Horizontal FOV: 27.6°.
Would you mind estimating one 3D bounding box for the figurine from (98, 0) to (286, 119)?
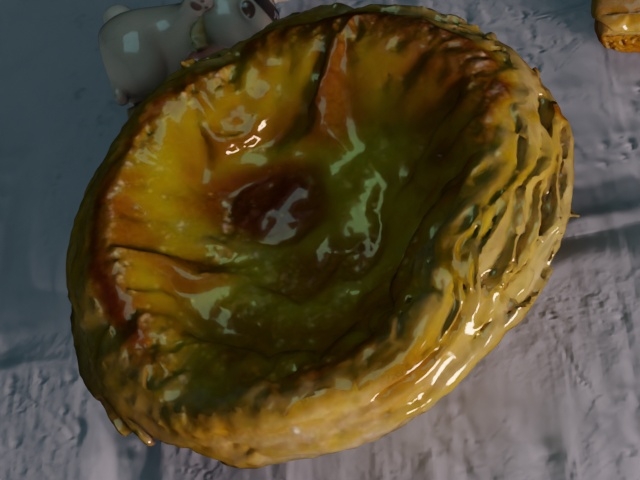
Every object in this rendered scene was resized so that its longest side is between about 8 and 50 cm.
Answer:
[{"bbox_3d":[-0.065,-0.127,0.867,0.146,0.081,0.098,-15,97,6],"label":"figurine"}]

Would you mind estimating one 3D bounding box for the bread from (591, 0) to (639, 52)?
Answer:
[{"bbox_3d":[0.204,-0.173,0.786,0.074,0.053,0.132,1,61,23],"label":"bread"}]

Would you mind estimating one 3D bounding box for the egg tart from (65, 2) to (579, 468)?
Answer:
[{"bbox_3d":[0.000,0.000,0.716,0.295,0.116,0.294,-10,57,16],"label":"egg tart"}]
